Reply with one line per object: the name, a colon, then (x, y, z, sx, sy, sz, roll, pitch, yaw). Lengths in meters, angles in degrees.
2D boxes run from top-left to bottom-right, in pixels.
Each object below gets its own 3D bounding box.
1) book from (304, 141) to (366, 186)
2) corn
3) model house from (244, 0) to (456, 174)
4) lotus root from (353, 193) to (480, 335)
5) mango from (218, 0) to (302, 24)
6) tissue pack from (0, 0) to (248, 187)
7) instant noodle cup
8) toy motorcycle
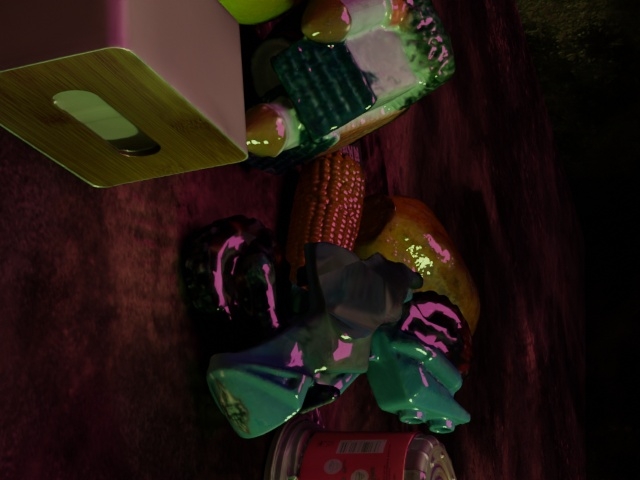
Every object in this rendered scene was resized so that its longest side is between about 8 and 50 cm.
book: (0.008, -0.203, 1.913, 0.202, 0.027, 0.264, 0, 82, -72)
corn: (0.001, -0.003, 1.714, 0.091, 0.091, 0.260, 88, 10, -54)
model house: (-0.016, -0.183, 1.577, 0.291, 0.253, 0.184, -34, 96, -50)
lotus root: (0.114, 0.057, 1.927, 0.291, 0.193, 0.193, 65, 25, -47)
mango: (-0.075, -0.334, 1.543, 0.273, 0.149, 0.185, -1, 81, -76)
tissue pack: (-0.178, -0.157, 1.153, 0.246, 0.160, 0.136, 40, 44, -62)
instant noodle cup: (0.061, 0.324, 1.616, 0.258, 0.182, 0.302, 26, 58, -67)
toy motorcycle: (0.014, 0.128, 1.518, 0.416, 0.172, 0.232, 22, 61, -39)
